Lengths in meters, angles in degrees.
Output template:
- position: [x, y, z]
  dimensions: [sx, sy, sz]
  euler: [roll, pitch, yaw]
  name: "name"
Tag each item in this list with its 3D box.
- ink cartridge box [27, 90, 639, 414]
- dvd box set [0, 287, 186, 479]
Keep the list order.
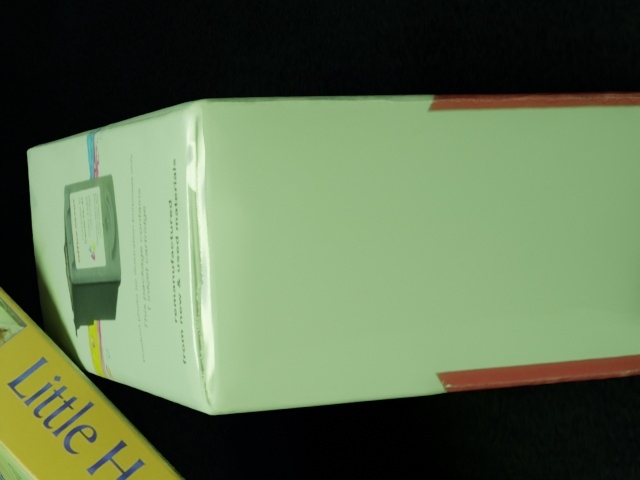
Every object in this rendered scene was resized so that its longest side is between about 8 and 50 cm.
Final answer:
- position: [0.000, 0.000, 0.804]
  dimensions: [0.306, 0.226, 0.131]
  euler: [178, 88, -70]
  name: "ink cartridge box"
- position: [-0.074, 0.208, 0.905]
  dimensions: [0.420, 0.062, 0.308]
  euler: [42, 160, 23]
  name: "dvd box set"
